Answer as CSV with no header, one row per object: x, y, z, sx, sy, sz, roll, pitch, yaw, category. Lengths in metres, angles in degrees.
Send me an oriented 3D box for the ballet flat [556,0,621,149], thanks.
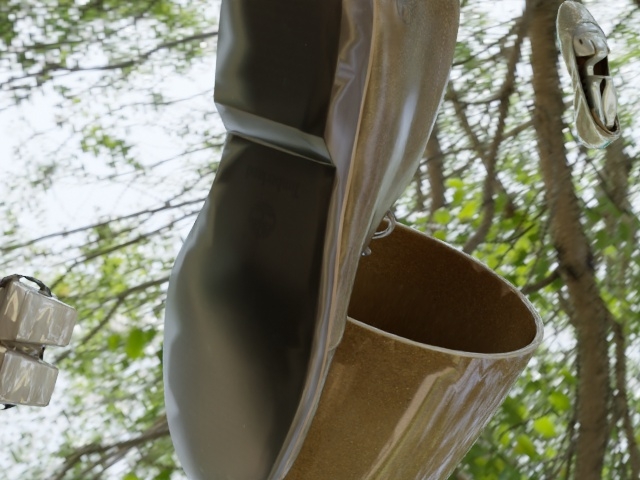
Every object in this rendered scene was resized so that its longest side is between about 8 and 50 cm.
0.296,-0.182,1.310,0.052,0.057,0.168,160,-80,-66,ballet flat

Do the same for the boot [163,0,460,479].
0.000,0.000,0.611,0.112,0.115,0.305,30,-65,37,boot

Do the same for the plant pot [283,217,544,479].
0.007,0.131,0.913,0.237,0.237,0.254,28,-70,19,plant pot

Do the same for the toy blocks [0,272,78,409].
-0.157,0.145,0.299,0.288,0.260,0.309,15,-96,20,toy blocks
